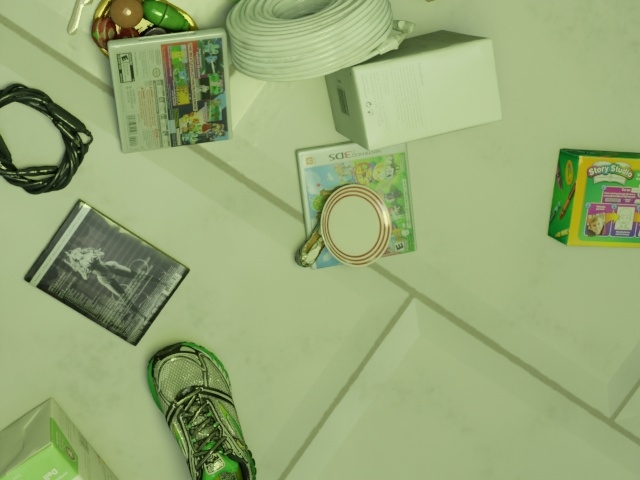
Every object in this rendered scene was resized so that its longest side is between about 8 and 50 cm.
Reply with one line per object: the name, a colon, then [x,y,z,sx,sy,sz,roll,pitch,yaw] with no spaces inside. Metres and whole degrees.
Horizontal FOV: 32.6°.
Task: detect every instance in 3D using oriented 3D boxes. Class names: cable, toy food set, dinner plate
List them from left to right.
cable: [-0.466,-0.161,1.738,0.184,0.047,0.150,35,99,-21]
toy food set: [-0.287,-0.329,1.717,0.218,0.071,0.128,26,97,-18]
cable: [-0.019,-0.334,1.677,0.257,0.257,0.089,-29,128,-17]
dinner plate: [0.059,-0.025,1.860,0.141,0.017,0.141,3,85,-31]

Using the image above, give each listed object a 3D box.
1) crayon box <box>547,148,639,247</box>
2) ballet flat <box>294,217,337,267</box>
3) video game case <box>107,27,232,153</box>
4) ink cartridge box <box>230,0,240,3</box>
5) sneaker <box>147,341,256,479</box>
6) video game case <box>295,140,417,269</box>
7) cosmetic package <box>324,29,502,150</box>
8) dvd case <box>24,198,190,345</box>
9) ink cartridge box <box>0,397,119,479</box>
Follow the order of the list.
crayon box: [0.563,-0.074,1.976,0.278,0.081,0.165,2,103,-13]
ballet flat: [0.000,0.000,1.861,0.041,0.041,0.114,35,94,-19]
video game case: [-0.235,-0.236,1.739,0.183,0.023,0.201,-9,130,-11]
ink cartridge box: [-0.117,-0.487,1.682,0.171,0.056,0.235,6,104,-51]
sneaker: [-0.187,0.327,1.872,0.134,0.146,0.343,-26,108,-5]
video game case: [0.064,-0.067,1.892,0.193,0.023,0.212,-10,106,-10]
cosmetic package: [0.143,-0.246,1.758,0.225,0.224,0.138,-15,107,-9]
dvd case: [-0.355,0.056,1.830,0.221,0.018,0.164,34,96,-19]
ink cartridge box: [-0.390,0.458,1.825,0.119,0.207,0.353,-35,109,-4]
